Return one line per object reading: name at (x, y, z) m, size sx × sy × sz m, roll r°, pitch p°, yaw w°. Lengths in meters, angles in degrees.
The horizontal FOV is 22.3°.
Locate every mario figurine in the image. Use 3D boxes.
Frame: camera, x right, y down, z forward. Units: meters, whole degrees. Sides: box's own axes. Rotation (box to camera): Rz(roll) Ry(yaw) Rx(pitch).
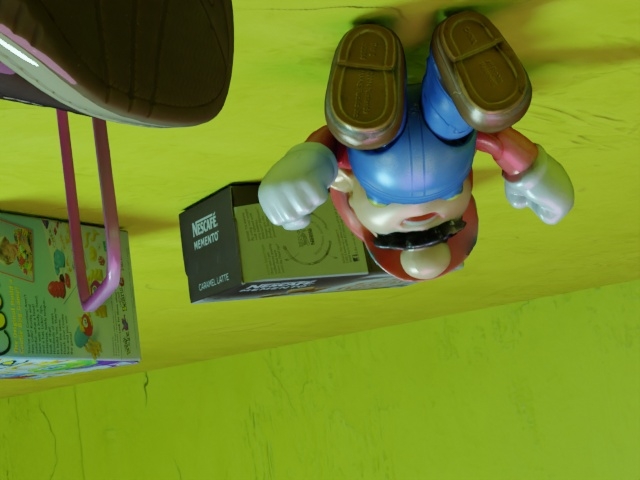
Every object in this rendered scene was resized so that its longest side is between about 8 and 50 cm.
mario figurine at (0.077, -0.038, 1.174) m, size 0.198 × 0.170 × 0.320 m, roll 26°, pitch 167°, yaw 9°

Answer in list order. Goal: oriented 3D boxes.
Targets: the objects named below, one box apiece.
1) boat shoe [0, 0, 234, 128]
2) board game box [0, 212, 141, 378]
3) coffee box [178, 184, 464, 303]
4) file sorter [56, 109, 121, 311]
boat shoe at (-0.166, -0.119, 0.658) m, size 0.123 × 0.123 × 0.342 m, roll -3°, pitch 172°, yaw 33°
board game box at (-0.316, 0.059, 1.607) m, size 0.142 × 0.144 × 0.275 m, roll -11°, pitch 170°, yaw 25°
coffee box at (0.000, 0.000, 1.635) m, size 0.246 × 0.098 × 0.141 m, roll -3°, pitch 171°, yaw -27°
file sorter at (-0.256, -0.042, 0.835) m, size 0.291 × 0.182 × 0.202 m, roll -5°, pitch 172°, yaw -14°
